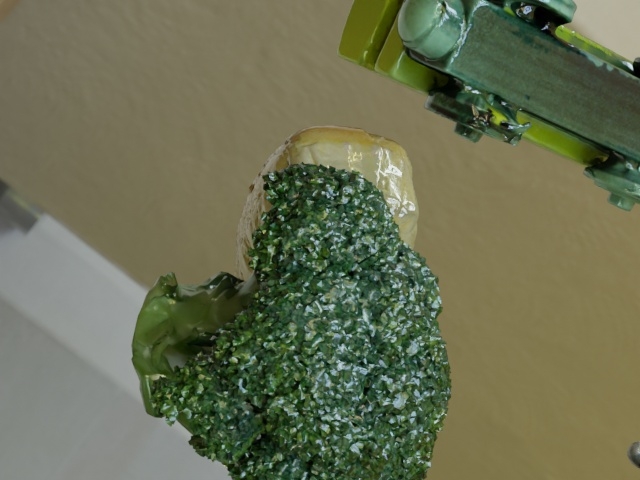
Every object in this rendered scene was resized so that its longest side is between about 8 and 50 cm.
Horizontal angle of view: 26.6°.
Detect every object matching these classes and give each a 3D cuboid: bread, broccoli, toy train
[{"bbox_3d":[0.000,0.000,1.156,0.236,0.140,0.106,114,-22,-50],"label":"bread"},{"bbox_3d":[-0.008,0.053,0.657,0.156,0.195,0.195,16,-120,30],"label":"broccoli"},{"bbox_3d":[0.228,-0.175,1.461,0.272,0.442,0.179,33,-79,56],"label":"toy train"}]

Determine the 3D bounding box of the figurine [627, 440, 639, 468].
[{"bbox_3d":[0.246,0.186,0.948,0.082,0.086,0.094,-48,176,-5],"label":"figurine"}]
